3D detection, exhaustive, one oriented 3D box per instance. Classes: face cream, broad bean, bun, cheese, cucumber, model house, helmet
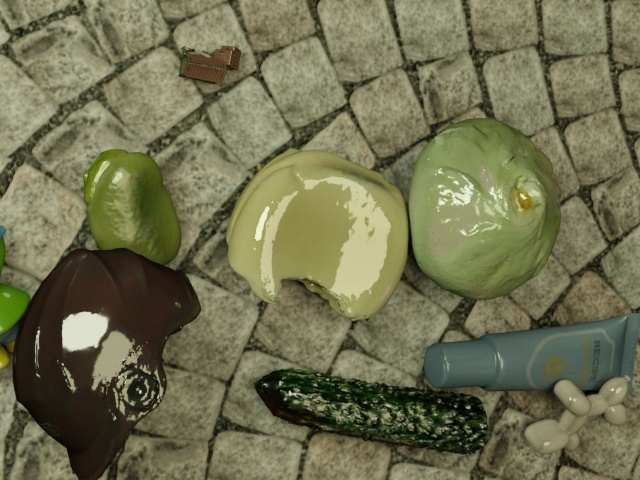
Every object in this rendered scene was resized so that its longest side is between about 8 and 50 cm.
[{"bbox_3d":[0.343,0.186,1.876,0.385,0.086,0.136,-1,101,-25],"label":"face cream"},{"bbox_3d":[-0.259,-0.041,1.645,0.124,0.082,0.174,-16,94,-22],"label":"broad bean"},{"bbox_3d":[0.265,-0.048,1.761,0.283,0.179,0.283,3,86,-46],"label":"bun"},{"bbox_3d":[0.000,0.000,1.721,0.266,0.127,0.233,24,81,-18],"label":"cheese"},{"bbox_3d":[0.072,0.249,1.766,0.359,0.096,0.096,12,86,-22],"label":"cucumber"},{"bbox_3d":[-0.154,-0.251,1.698,0.083,0.058,0.057,10,86,-20],"label":"model house"},{"bbox_3d":[-0.298,0.137,1.526,0.177,0.225,0.305,36,62,-23],"label":"helmet"}]

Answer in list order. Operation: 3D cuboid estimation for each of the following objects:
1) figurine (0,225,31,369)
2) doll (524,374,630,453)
[{"bbox_3d":[-0.464,0.051,1.546,0.162,0.143,0.263,-34,119,-20],"label":"figurine"},{"bbox_3d":[0.418,0.272,1.890,0.160,0.059,0.161,10,119,-37],"label":"doll"}]
